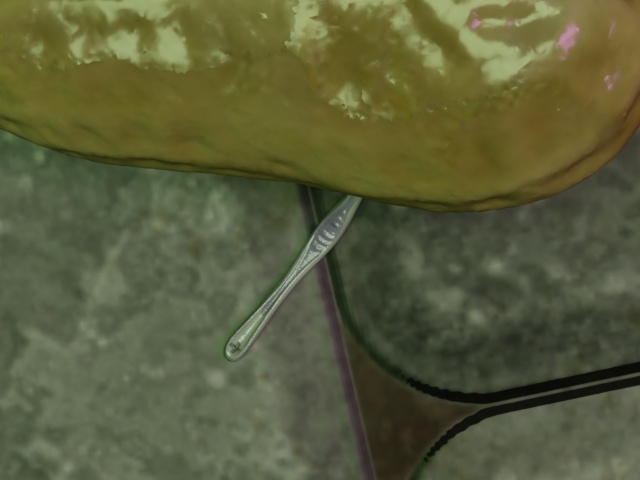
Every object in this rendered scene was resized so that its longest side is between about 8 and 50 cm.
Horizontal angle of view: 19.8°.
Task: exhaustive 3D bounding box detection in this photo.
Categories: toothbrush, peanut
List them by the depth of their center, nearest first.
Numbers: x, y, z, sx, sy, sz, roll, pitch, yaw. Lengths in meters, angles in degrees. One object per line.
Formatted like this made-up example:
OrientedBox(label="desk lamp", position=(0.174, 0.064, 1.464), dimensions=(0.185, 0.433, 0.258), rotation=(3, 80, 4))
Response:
OrientedBox(label="peanut", position=(-0.026, -0.095, 0.713), dimensions=(0.318, 0.147, 0.148), rotation=(8, 96, 12))
OrientedBox(label="toothbrush", position=(0.000, 0.000, 0.774), dimensions=(0.011, 0.013, 0.131), rotation=(41, 99, 12))
